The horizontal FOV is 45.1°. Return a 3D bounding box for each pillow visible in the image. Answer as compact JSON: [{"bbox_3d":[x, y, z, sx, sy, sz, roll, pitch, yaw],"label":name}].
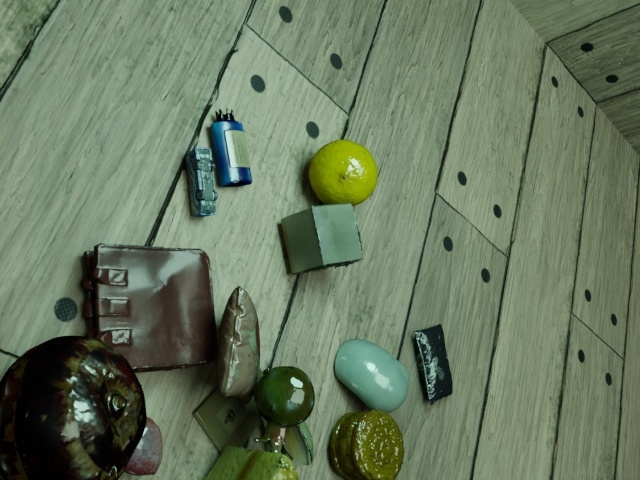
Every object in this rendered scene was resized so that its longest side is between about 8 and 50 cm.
[{"bbox_3d":[-0.171,0.225,1.632,0.223,0.084,0.236,79,13,-71],"label":"pillow"},{"bbox_3d":[0.321,0.347,2.167,0.141,0.055,0.208,-5,84,-53],"label":"pillow"}]

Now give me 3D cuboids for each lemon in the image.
[{"bbox_3d":[0.058,-0.169,1.966,0.178,0.203,0.178,0,93,-1],"label":"lemon"}]

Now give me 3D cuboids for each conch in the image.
[{"bbox_3d":[0.139,0.338,1.967,0.221,0.121,0.185,37,26,-25],"label":"conch"}]

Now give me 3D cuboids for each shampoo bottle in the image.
[{"bbox_3d":[-0.211,-0.219,1.810,0.087,0.050,0.183,-6,83,-41],"label":"shampoo bottle"}]

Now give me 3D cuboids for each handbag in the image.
[{"bbox_3d":[-0.344,0.138,1.565,0.275,0.084,0.260,1,79,-43],"label":"handbag"}]

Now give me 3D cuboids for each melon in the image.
[{"bbox_3d":[-0.077,0.422,1.749,0.203,0.093,0.139,64,9,13],"label":"melon"}]

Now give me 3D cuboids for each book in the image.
[{"bbox_3d":[-0.181,0.367,1.705,0.199,0.016,0.138,-45,110,-41],"label":"book"}]

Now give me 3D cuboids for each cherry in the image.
[{"bbox_3d":[-0.377,0.353,1.478,0.107,0.090,0.226,-30,91,-29],"label":"cherry"}]

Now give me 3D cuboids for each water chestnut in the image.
[{"bbox_3d":[-0.452,0.308,1.307,0.300,0.300,0.300,14,70,-41],"label":"water chestnut"}]

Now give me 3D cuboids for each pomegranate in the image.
[{"bbox_3d":[-0.083,0.358,1.616,0.131,0.152,0.191,12,78,4],"label":"pomegranate"}]

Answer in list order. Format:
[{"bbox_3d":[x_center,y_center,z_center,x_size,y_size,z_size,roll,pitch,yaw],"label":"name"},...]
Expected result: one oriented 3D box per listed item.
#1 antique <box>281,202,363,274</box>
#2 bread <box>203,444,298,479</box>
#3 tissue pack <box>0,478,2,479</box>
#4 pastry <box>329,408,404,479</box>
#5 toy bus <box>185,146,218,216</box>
[{"bbox_3d":[0.000,0.000,1.885,0.146,0.148,0.152,-6,83,-45],"label":"antique"},{"bbox_3d":[-0.225,0.576,1.451,0.361,0.233,0.245,-16,94,-43],"label":"bread"},{"bbox_3d":[-0.596,0.419,1.169,0.370,0.210,0.198,52,43,-19],"label":"tissue pack"},{"bbox_3d":[0.116,0.509,1.889,0.188,0.103,0.189,13,71,-42],"label":"pastry"},{"bbox_3d":[-0.268,-0.129,1.725,0.051,0.061,0.153,-1,81,-45],"label":"toy bus"}]
